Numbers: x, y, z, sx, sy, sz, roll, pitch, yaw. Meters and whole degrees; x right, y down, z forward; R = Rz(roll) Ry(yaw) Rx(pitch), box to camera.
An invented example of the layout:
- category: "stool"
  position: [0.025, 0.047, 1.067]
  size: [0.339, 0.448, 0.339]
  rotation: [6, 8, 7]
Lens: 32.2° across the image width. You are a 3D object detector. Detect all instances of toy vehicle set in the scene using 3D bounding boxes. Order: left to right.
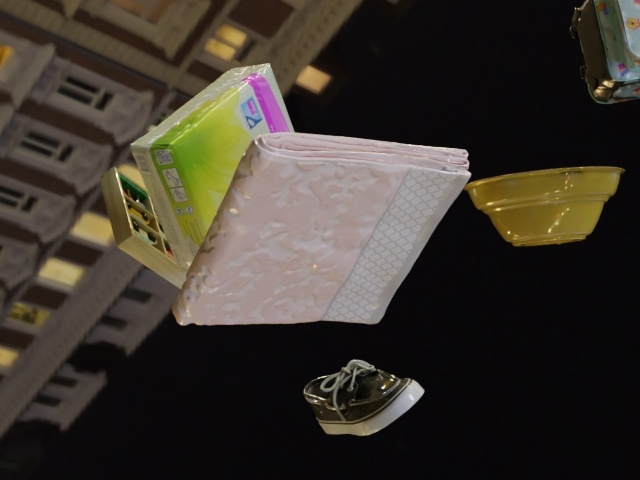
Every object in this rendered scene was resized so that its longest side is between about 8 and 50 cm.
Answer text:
- category: "toy vehicle set"
  position: [-0.268, -0.001, 1.911]
  size: [0.035, 0.267, 0.166]
  rotation: [-34, -130, 14]

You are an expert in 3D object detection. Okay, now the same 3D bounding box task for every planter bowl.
- category: "planter bowl"
  position: [0.305, -0.040, 1.502]
  size: [0.217, 0.217, 0.090]
  rotation: [-10, -96, 51]

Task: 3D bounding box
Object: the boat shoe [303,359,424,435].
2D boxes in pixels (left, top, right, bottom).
- category: "boat shoe"
  position: [0.062, 0.256, 1.876]
  size: [0.113, 0.105, 0.306]
  rotation: [-40, -173, -23]

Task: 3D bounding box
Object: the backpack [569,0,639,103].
- category: "backpack"
  position: [0.465, -0.287, 1.536]
  size: [0.144, 0.189, 0.165]
  rotation: [126, -42, -66]

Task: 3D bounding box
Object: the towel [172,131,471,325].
- category: "towel"
  position: [0.000, 0.000, 1.444]
  size: [0.331, 0.317, 0.053]
  rotation: [-61, -142, 40]

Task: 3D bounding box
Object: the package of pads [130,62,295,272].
- category: "package of pads"
  position: [-0.146, -0.110, 1.719]
  size: [0.101, 0.229, 0.296]
  rotation: [-1, -150, 35]
